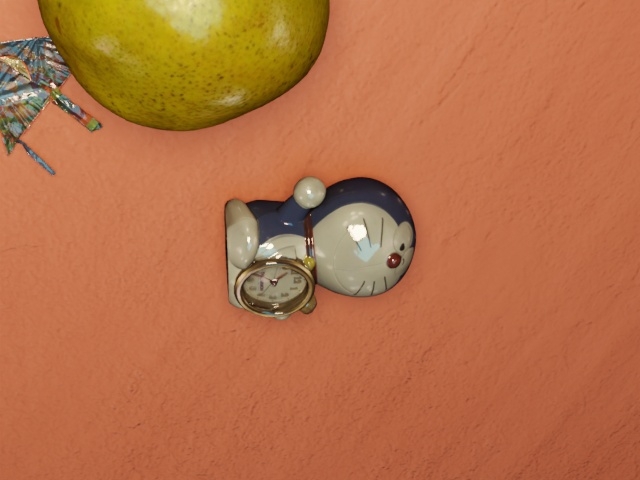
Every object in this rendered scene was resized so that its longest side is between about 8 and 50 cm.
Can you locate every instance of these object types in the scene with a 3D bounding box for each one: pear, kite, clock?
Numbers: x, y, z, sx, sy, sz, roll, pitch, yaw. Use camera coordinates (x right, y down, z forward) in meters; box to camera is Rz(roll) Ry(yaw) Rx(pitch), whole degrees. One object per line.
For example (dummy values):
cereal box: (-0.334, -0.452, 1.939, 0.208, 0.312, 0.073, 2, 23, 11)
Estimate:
pear: (-0.127, -0.248, 1.005, 0.294, 0.294, 0.294, -7, 123, -11)
kite: (-0.316, -0.174, 1.153, 0.160, 0.010, 0.183, 37, 103, -27)
clock: (0.000, 0.000, 1.271, 0.243, 0.146, 0.199, -6, 128, -7)
